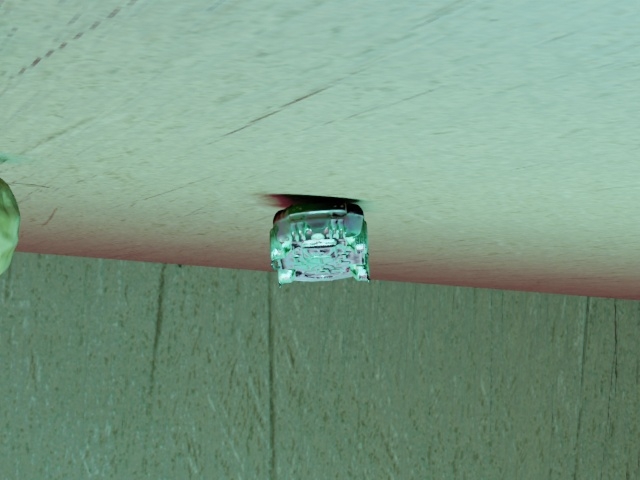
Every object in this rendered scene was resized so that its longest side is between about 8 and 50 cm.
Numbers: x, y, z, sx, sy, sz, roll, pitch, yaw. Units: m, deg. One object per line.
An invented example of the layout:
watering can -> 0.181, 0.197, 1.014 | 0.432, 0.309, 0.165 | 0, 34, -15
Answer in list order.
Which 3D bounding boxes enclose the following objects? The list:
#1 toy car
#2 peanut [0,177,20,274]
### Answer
toy car -> 0.000, 0.000, 1.330 | 0.069, 0.055, 0.142 | -4, 166, 1
peanut -> -0.272, -0.016, 1.086 | 0.104, 0.086, 0.227 | 16, -176, 42
